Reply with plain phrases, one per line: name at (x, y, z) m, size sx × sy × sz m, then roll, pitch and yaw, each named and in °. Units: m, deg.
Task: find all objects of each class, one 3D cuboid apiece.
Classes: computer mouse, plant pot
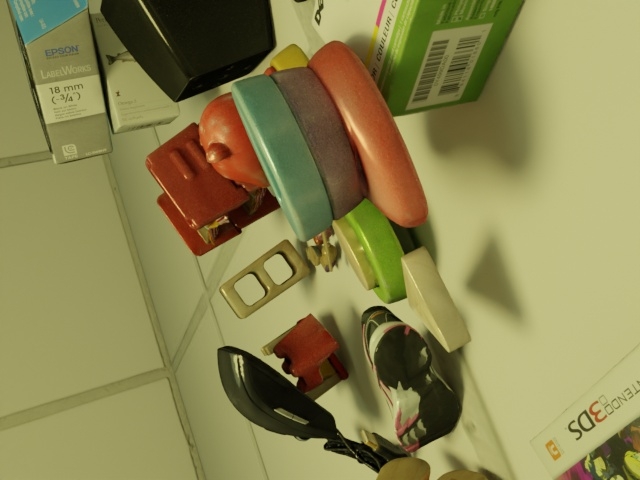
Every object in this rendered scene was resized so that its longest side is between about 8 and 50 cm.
computer mouse at (-0.014, 0.223, 0.794) m, size 0.262 × 0.060 × 0.184 m, roll 44°, pitch 156°, yaw -27°
plant pot at (-0.170, -0.297, 0.897) m, size 0.167 × 0.187 × 0.188 m, roll 66°, pitch 158°, yaw -7°

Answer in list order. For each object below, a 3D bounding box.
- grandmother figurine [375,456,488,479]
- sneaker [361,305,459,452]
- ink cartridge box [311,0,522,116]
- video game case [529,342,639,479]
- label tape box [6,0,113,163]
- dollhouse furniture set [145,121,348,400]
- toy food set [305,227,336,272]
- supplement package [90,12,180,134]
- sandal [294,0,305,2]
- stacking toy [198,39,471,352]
grandmother figurine at (0.151, 0.400, 0.663) m, size 0.207 × 0.104 × 0.343 m, roll 1°, pitch 107°, yaw 54°
sneaker at (0.087, 0.134, 0.667) m, size 0.077 × 0.072 × 0.178 m, roll -121°, pitch 12°, yaw -57°
ink cartridge box at (0.048, -0.249, 0.506) m, size 0.255 × 0.097 × 0.189 m, roll 60°, pitch 153°, yaw 30°
video game case at (0.241, 0.177, 0.383) m, size 0.232 × 0.041 × 0.210 m, roll 62°, pitch 155°, yaw 30°
label tape box at (-0.430, -0.330, 1.056) m, size 0.241 × 0.105 × 0.334 m, roll 57°, pitch 153°, yaw 36°
dollhouse furniture set at (-0.060, 0.025, 0.870) m, size 0.374 × 0.152 × 0.201 m, roll 54°, pitch 165°, yaw 2°
toy food set at (0.000, 0.000, 0.872) m, size 0.122 × 0.019 × 0.078 m, roll -147°, pitch 44°, yaw -71°
supplement package at (-0.313, -0.279, 1.094) m, size 0.105 × 0.105 × 0.179 m, roll 2°, pitch 107°, yaw 67°
sandal at (-0.027, -0.348, 0.709) m, size 0.179 × 0.040 × 0.067 m, roll 79°, pitch 168°, yaw -48°
stacking toy at (-0.010, -0.028, 0.597) m, size 0.280 × 0.130 × 0.309 m, roll 66°, pitch 175°, yaw -15°
